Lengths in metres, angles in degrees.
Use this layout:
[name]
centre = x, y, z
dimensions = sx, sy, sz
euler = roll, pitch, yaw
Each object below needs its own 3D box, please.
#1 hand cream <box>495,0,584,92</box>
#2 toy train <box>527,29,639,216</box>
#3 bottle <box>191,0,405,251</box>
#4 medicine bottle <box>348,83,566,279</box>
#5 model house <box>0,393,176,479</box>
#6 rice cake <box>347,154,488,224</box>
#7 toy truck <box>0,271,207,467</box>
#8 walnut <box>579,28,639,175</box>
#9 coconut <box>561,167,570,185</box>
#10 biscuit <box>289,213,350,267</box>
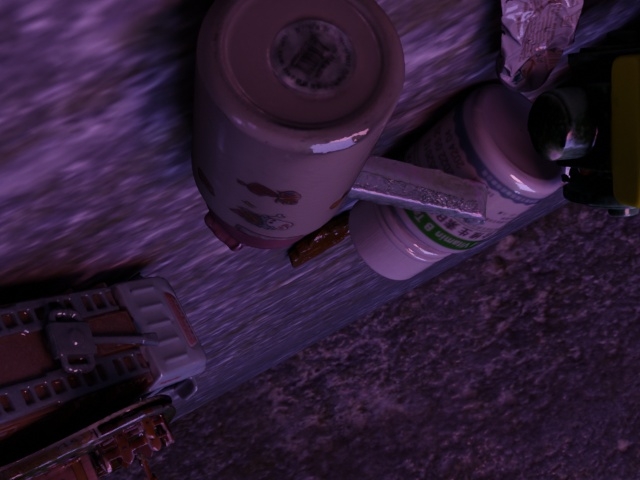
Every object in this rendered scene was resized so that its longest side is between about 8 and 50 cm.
[hand cream]
centre = 0.175, -0.179, 0.680
dimensions = 0.084, 0.050, 0.257
euler = -27, 166, 1
[toy train]
centre = 0.421, -0.115, 0.737
dimensions = 0.441, 0.179, 0.272
euler = -9, -167, -17
[bottle]
centre = -0.026, -0.061, 0.520
dimensions = 0.110, 0.110, 0.233
euler = -26, 169, -16
[medicine bottle]
centre = 0.142, -0.056, 0.921
dimensions = 0.139, 0.139, 0.237
euler = -19, 166, -45
[model house]
centre = -0.200, 0.259, 0.702
dimensions = 0.207, 0.154, 0.294
euler = -22, 166, -25
[rice cake]
centre = 0.072, -0.052, 0.766
dimensions = 0.210, 0.043, 0.034
euler = 10, 168, -25
[toy truck]
centre = -0.233, 0.113, 0.717
dimensions = 0.162, 0.136, 0.305
euler = -35, 167, 29
[walnut]
centre = 0.453, -0.182, 0.983
dimensions = 0.336, 0.209, 0.209
euler = -31, 169, 8
[coconut]
centre = 0.288, -0.116, 1.085
dimensions = 0.124, 0.110, 0.110
euler = -27, 170, 5
[biscuit]
centre = 0.000, 0.000, 1.114
dimensions = 0.130, 0.019, 0.119
euler = -37, 167, 34
